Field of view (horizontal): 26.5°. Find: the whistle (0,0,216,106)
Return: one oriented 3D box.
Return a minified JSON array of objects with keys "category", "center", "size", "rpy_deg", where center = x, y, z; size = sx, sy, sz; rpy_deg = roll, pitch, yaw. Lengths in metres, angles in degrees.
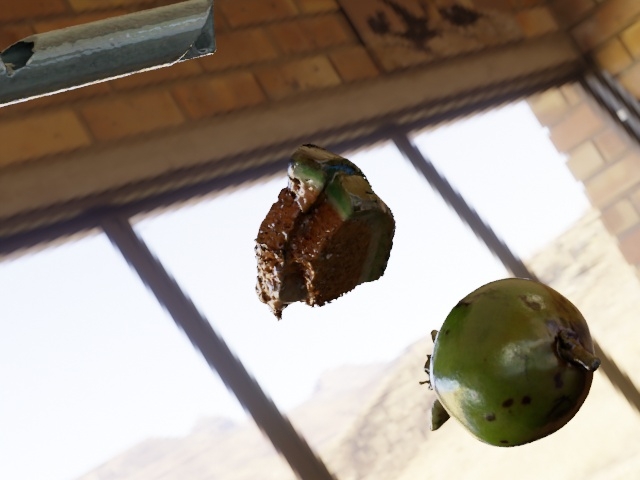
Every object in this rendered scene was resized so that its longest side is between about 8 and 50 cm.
[{"category":"whistle","center":[-0.236,-0.179,1.319],"size":[0.312,0.062,0.062],"rpy_deg":[-19,-14,-32]}]

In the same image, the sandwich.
[{"category":"sandwich","center":[0.009,-0.007,1.347],"size":[0.159,0.079,0.235],"rpy_deg":[-46,-24,-28]}]

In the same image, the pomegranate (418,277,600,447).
[{"category":"pomegranate","center":[0.169,0.122,1.250],"size":[0.156,0.156,0.220],"rpy_deg":[-27,-17,-19]}]
